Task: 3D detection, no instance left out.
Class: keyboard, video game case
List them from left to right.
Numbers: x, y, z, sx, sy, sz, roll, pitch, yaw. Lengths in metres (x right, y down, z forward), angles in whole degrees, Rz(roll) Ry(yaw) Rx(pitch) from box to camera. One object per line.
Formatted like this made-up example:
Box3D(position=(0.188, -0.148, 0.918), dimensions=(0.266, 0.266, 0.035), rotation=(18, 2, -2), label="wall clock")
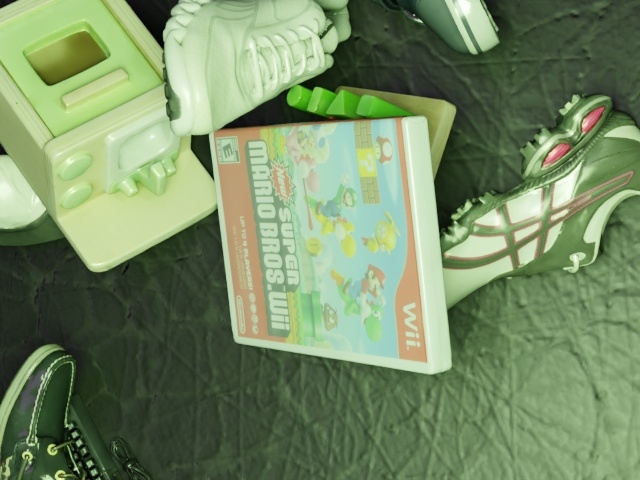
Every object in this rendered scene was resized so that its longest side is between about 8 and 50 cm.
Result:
Box3D(position=(-0.218, 0.238, 1.320), dimensions=(0.108, 0.023, 0.180), rotation=(-34, 75, 12), label="keyboard")
Box3D(position=(0.000, 0.000, 1.168), dimensions=(0.285, 0.025, 0.204), rotation=(2, 101, 53), label="video game case")

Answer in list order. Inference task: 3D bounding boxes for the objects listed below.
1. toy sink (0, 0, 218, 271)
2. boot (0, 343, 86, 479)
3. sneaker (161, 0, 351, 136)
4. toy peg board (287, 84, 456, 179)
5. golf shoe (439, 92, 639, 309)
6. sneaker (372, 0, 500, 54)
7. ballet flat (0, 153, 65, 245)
Box3D(position=(-0.210, -0.116, 1.274), dimensions=(0.153, 0.131, 0.234), rotation=(-30, 71, -21), label="toy sink")
Box3D(position=(-0.221, 0.231, 1.266), dimensions=(0.178, 0.085, 0.236), rotation=(21, 101, 22), label="boot")
Box3D(position=(-0.054, -0.170, 1.189), dimensions=(0.118, 0.292, 0.110), rotation=(6, 118, 15), label="sneaker")
Box3D(position=(0.019, -0.063, 1.210), dimensions=(0.161, 0.079, 0.160), rotation=(17, 88, 53), label="toy peg board")
Box3D(position=(0.176, -0.003, 1.178), dimensions=(0.273, 0.105, 0.120), rotation=(-44, 87, 15), label="golf shoe")
Box3D(position=(0.044, -0.275, 1.245), dimensions=(0.127, 0.126, 0.321), rotation=(-31, 63, 8), label="sneaker")
Box3D(position=(-0.342, -0.041, 1.359), dimensions=(0.280, 0.096, 0.095), rotation=(-5, 81, 18), label="ballet flat")
